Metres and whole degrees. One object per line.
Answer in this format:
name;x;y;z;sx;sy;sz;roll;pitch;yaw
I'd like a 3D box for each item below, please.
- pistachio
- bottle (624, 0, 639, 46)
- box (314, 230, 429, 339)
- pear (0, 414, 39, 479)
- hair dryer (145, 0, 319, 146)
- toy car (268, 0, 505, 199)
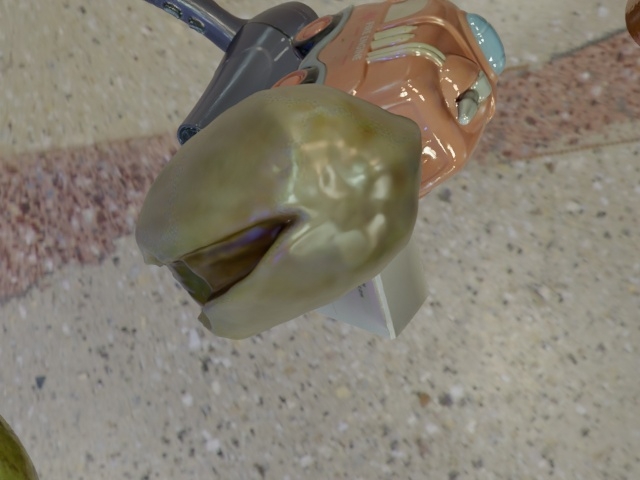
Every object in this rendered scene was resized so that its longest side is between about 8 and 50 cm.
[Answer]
pistachio;-0.031;-0.027;1.022;0.197;0.288;0.166;-39;98;-35
bottle;0.292;-0.194;1.014;0.069;0.187;0.069;0;86;-3
box;0.000;0.000;1.724;0.106;0.251;0.203;-48;140;-31
pear;-0.399;0.270;1.247;0.283;0.283;0.284;-4;106;-13
hair dryer;-0.200;-0.293;1.878;0.361;0.121;0.301;32;53;7
toy car;0.086;-0.150;1.376;0.212;0.270;0.181;-20;118;26
